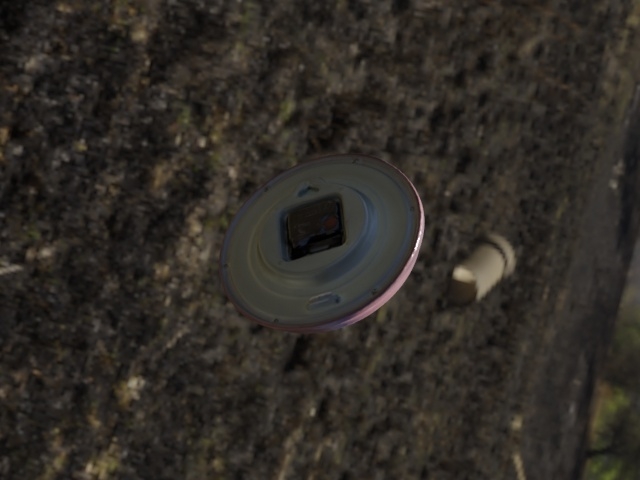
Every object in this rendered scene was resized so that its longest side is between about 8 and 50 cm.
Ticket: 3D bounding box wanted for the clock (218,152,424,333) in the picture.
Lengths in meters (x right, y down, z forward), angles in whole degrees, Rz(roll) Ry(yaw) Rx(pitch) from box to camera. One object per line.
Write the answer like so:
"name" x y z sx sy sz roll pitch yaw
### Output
"clock" -0.001 -0.001 1.267 0.056 0.244 0.244 60 45 -45
